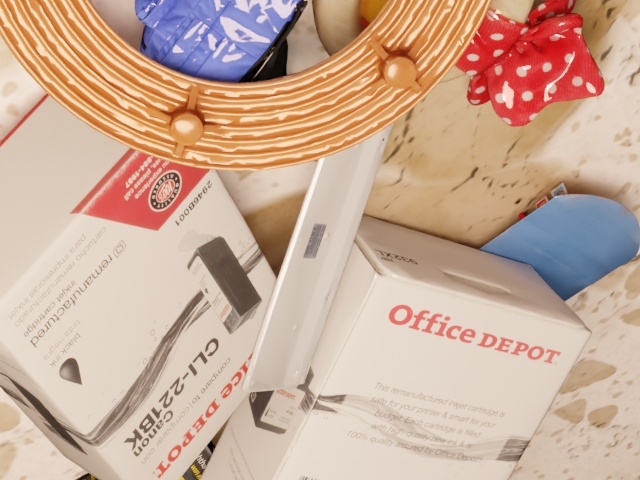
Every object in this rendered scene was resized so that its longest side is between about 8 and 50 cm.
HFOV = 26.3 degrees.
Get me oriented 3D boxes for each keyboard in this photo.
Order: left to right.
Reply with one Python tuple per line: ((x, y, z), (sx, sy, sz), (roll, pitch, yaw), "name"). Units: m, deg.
((0.000, 0.000, 1.063), (0.072, 0.014, 0.256), (6, 106, -50), "keyboard")

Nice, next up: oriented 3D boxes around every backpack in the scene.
((-0.076, -0.152, 0.920), (0.101, 0.098, 0.120), (30, 114, -12), "backpack")

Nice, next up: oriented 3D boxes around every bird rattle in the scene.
((0.096, -0.182, 0.994), (0.207, 0.143, 0.253), (-11, 150, -2), "bird rattle")

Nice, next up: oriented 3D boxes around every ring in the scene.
((-0.048, -0.198, 0.825), (0.337, 0.032, 0.336), (-2, 111, -5), "ring")

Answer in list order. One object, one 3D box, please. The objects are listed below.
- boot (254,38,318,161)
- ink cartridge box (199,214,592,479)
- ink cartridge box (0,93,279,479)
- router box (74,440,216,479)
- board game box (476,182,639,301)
((-0.019, -0.110, 1.027), (0.099, 0.045, 0.121), (1, 136, -27), "boot")
((0.058, 0.151, 1.203), (0.223, 0.129, 0.307), (16, 112, -27), "ink cartridge box")
((-0.149, 0.042, 1.002), (0.197, 0.114, 0.273), (-51, 143, -20), "ink cartridge box")
((-0.133, 0.270, 1.298), (0.133, 0.046, 0.179), (-29, 116, 0), "router box")
((0.210, 0.004, 1.264), (0.169, 0.033, 0.133), (-37, 134, 29), "board game box")
